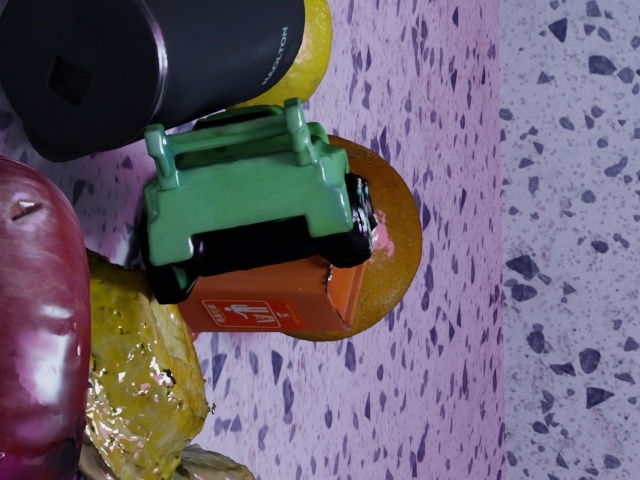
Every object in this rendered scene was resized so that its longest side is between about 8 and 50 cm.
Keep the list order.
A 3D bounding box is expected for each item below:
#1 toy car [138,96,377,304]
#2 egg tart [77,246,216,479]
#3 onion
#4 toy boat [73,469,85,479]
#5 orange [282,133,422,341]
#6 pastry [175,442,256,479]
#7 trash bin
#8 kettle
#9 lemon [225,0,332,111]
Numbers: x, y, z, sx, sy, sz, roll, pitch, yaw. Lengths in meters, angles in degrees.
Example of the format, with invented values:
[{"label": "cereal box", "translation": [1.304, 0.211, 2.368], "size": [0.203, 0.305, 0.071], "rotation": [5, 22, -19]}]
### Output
[{"label": "toy car", "translation": [-0.065, -0.050, 1.596], "size": [0.359, 0.213, 0.176], "rotation": [-71, 149, -80]}, {"label": "egg tart", "translation": [-0.186, 0.119, 1.594], "size": [0.295, 0.116, 0.295], "rotation": [-22, 90, -80]}, {"label": "onion", "translation": [-0.306, 0.097, 1.208], "size": [0.347, 0.285, 0.348], "rotation": [-166, -90, -71]}, {"label": "toy boat", "translation": [-0.282, 0.271, 1.575], "size": [0.318, 0.072, 0.219], "rotation": [89, 15, -64]}, {"label": "orange", "translation": [0.000, 0.000, 2.050], "size": [0.264, 0.264, 0.264], "rotation": [4, 90, -71]}, {"label": "pastry", "translation": [-0.152, 0.367, 1.778], "size": [0.329, 0.136, 0.330], "rotation": [-32, 128, -53]}, {"label": "trash bin", "translation": [-0.072, 0.012, 1.850], "size": [0.161, 0.238, 0.184], "rotation": [62, 35, -57]}, {"label": "kettle", "translation": [-0.141, -0.218, 1.596], "size": [0.203, 0.262, 0.308], "rotation": [56, 27, -1]}, {"label": "lemon", "translation": [-0.072, -0.239, 1.911], "size": [0.193, 0.180, 0.180], "rotation": [66, 10, 21]}]
